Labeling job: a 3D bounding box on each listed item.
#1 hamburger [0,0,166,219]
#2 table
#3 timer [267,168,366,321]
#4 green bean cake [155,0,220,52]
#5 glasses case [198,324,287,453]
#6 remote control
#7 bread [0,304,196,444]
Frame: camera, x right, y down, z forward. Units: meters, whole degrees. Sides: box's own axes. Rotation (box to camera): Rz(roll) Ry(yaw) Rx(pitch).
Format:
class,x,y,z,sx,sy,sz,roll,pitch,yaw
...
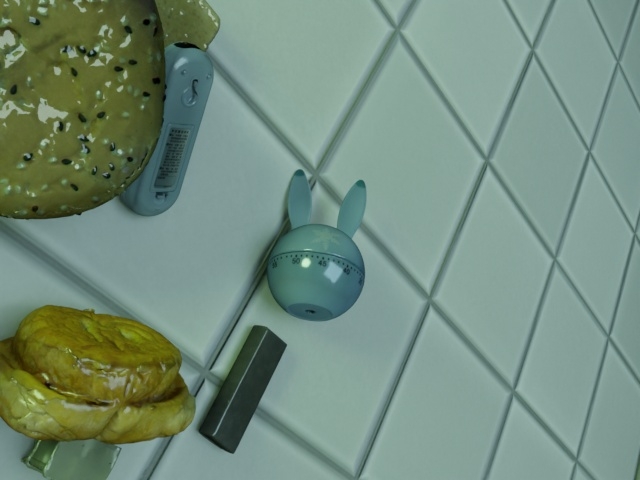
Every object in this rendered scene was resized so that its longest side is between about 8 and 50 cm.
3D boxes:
class,x,y,z,sx,sy,sz,roll,pitch,yaw
hamburger,-0.318,-0.167,0.696,0.318,0.195,0.277,-35,125,-20
table,-0.307,0.264,0.785,0.079,0.083,0.062,41,60,-33
timer,-0.004,0.020,1.065,0.175,0.175,0.255,49,28,-30
green bean cake,-0.228,-0.276,0.892,0.109,0.085,0.179,42,61,-35
glasses case,-0.118,0.227,0.994,0.072,0.042,0.191,49,57,-38
remote control,-0.204,-0.142,0.857,0.087,0.047,0.244,-5,123,-50
bread,-0.266,0.159,0.755,0.236,0.198,0.120,18,93,-42
